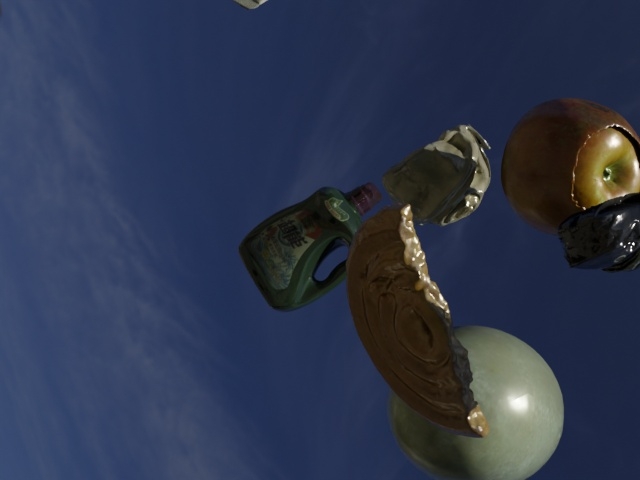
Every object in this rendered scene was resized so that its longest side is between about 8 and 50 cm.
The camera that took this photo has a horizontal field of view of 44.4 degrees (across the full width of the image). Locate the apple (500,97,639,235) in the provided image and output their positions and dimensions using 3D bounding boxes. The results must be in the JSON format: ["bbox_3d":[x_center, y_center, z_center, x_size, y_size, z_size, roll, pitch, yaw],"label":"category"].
[{"bbox_3d":[0.418,-0.115,1.276,0.208,0.237,0.236,16,-68,43],"label":"apple"}]

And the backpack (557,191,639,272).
[{"bbox_3d":[0.421,-0.004,1.121,0.120,0.165,0.105,-38,-110,60],"label":"backpack"}]

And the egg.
[{"bbox_3d":[0.249,0.265,1.251,0.259,0.352,0.258,-5,-99,33],"label":"egg"}]

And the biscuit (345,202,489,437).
[{"bbox_3d":[0.075,0.078,0.733,0.145,0.033,0.224,-6,-75,57],"label":"biscuit"}]

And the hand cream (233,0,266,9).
[{"bbox_3d":[-0.031,-0.340,0.954,0.080,0.234,0.050,35,-36,23],"label":"hand cream"}]

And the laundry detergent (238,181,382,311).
[{"bbox_3d":[0.000,0.000,1.138,0.222,0.078,0.144,-32,-109,4],"label":"laundry detergent"}]

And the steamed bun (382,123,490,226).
[{"bbox_3d":[0.242,-0.104,1.489,0.211,0.218,0.144,-36,-116,-2],"label":"steamed bun"}]
